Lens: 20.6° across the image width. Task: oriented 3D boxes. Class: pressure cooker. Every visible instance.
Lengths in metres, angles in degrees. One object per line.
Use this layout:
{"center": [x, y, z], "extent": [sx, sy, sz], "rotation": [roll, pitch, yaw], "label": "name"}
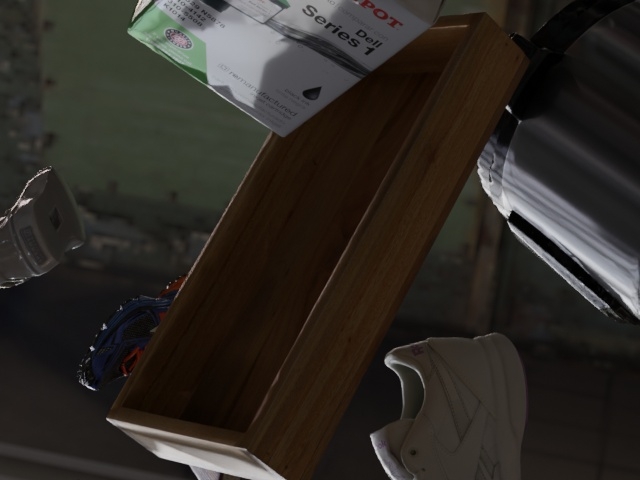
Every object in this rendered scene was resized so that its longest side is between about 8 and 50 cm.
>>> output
{"center": [0.411, -0.121, 2.258], "extent": [0.375, 0.420, 0.370], "rotation": [-32, -37, -26], "label": "pressure cooker"}

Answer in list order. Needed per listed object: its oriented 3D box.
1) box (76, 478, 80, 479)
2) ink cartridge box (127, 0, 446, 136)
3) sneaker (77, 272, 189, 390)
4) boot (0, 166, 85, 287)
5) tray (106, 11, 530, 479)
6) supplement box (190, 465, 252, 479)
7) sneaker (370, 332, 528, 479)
{"center": [-0.243, 0.360, 1.794], "extent": [0.045, 0.190, 0.184], "rotation": [-32, -6, -41], "label": "box"}
{"center": [-0.020, -0.190, 1.308], "extent": [0.219, 0.160, 0.092], "rotation": [-33, 29, 53], "label": "ink cartridge box"}
{"center": [-0.166, 0.103, 1.839], "extent": [0.221, 0.087, 0.083], "rotation": [-31, -23, -47], "label": "sneaker"}
{"center": [-0.324, -0.005, 1.824], "extent": [0.258, 0.123, 0.095], "rotation": [-79, -34, -81], "label": "boot"}
{"center": [0.000, 0.000, 1.453], "extent": [0.076, 0.203, 0.411], "rotation": [40, -112, -32], "label": "tray"}
{"center": [-0.095, 0.221, 2.165], "extent": [0.104, 0.081, 0.188], "rotation": [-17, -42, -29], "label": "supplement box"}
{"center": [0.118, 0.235, 1.616], "extent": [0.114, 0.152, 0.305], "rotation": [130, 140, -65], "label": "sneaker"}
